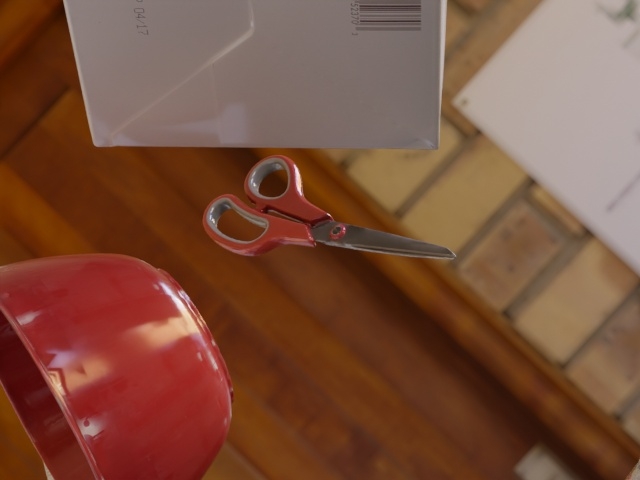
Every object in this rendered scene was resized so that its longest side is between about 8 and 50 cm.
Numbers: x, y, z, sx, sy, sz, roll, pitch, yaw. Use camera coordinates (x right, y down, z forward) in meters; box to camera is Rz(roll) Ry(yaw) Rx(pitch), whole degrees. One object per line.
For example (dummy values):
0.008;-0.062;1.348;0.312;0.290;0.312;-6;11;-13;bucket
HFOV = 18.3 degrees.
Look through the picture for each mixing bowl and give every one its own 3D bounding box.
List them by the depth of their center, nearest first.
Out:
-0.111;0.075;1.090;0.098;0.181;0.181;-29;-11;-17;mixing bowl

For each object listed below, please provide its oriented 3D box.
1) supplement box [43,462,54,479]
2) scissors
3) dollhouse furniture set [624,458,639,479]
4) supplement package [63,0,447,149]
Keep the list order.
-0.162;0.136;1.372;0.036;0.098;0.062;-10;7;30;supplement box
0.000;0.000;1.818;0.109;0.297;0.021;-47;-47;-12;scissors
0.311;0.263;1.528;0.303;0.355;0.174;-61;2;28;dollhouse furniture set
-0.032;-0.185;1.068;0.262;0.204;0.145;86;-174;-55;supplement package
